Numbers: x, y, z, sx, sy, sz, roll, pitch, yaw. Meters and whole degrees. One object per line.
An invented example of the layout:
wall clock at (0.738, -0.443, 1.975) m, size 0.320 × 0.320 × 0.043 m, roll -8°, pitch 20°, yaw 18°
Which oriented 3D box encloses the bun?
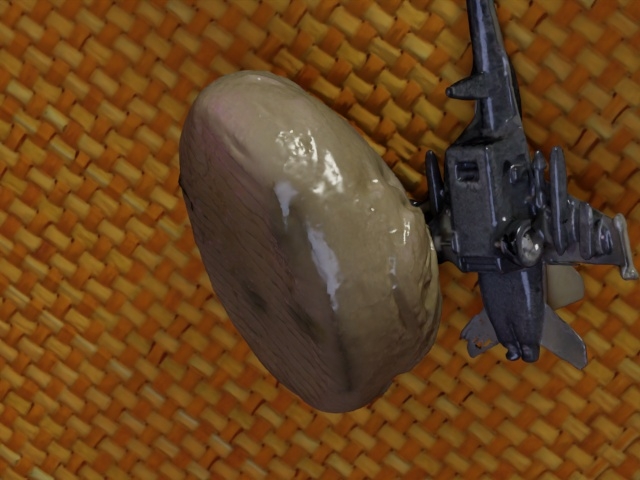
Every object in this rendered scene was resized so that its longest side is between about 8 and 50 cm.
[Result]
bun at (0.000, 0.000, 1.057) m, size 0.116 × 0.210 × 0.237 m, roll -30°, pitch 131°, yaw -19°

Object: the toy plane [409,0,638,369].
toy plane at (0.107, -0.045, 1.047) m, size 0.192 × 0.088 × 0.262 m, roll 0°, pitch 112°, yaw 45°
